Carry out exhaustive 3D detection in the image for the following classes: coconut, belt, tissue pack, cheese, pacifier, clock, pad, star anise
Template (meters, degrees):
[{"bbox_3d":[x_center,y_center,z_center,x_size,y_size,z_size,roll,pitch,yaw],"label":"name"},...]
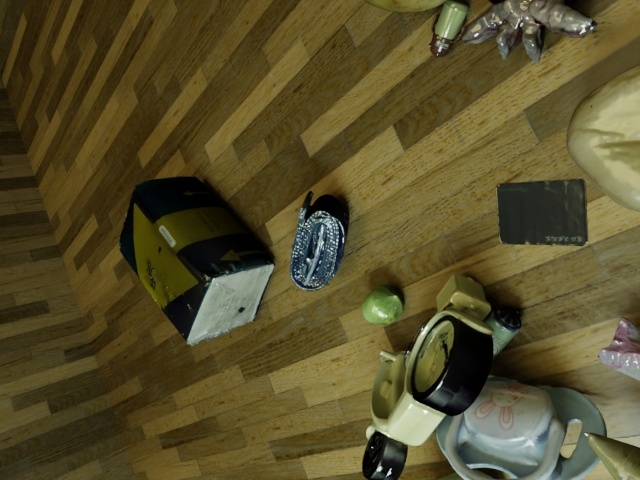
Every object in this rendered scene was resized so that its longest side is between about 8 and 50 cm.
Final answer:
[{"bbox_3d":[0.136,0.139,1.173,0.096,0.088,0.088,-42,70,50],"label":"coconut"},{"bbox_3d":[0.000,0.001,1.259,0.122,0.128,0.218,16,119,2],"label":"belt"},{"bbox_3d":[-0.351,0.046,1.528,0.416,0.253,0.264,45,128,27],"label":"tissue pack"},{"bbox_3d":[0.463,-0.148,0.749,0.235,0.117,0.218,35,121,31],"label":"cheese"},{"bbox_3d":[0.349,0.364,0.952,0.287,0.238,0.226,-6,125,42],"label":"pacifier"},{"bbox_3d":[0.193,0.265,1.041,0.120,0.276,0.379,27,122,-7],"label":"clock"},{"bbox_3d":[0.377,-0.046,0.942,0.157,0.003,0.112,1,101,45],"label":"pad"},{"bbox_3d":[0.328,-0.375,0.845,0.236,0.093,0.229,53,132,25],"label":"star anise"}]

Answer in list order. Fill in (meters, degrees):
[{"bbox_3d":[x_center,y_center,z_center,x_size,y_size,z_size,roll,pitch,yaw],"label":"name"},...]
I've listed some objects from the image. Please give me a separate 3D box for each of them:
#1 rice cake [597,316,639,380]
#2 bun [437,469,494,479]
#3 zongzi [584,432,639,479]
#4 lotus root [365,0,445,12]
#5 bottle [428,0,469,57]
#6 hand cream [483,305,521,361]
[{"bbox_3d":[0.535,0.191,0.739,0.290,0.051,0.081,22,116,43],"label":"rice cake"},{"bbox_3d":[0.270,0.557,1.039,0.145,0.229,0.229,-127,44,-52],"label":"bun"},{"bbox_3d":[0.516,0.446,0.799,0.300,0.145,0.273,17,113,29],"label":"zongzi"},{"bbox_3d":[0.131,-0.503,0.966,0.310,0.183,0.182,33,122,49],"label":"lotus root"},{"bbox_3d":[0.228,-0.381,0.984,0.063,0.047,0.101,-110,31,-49],"label":"bottle"},{"bbox_3d":[0.307,0.206,1.044,0.086,0.055,0.235,52,139,27],"label":"hand cream"}]
